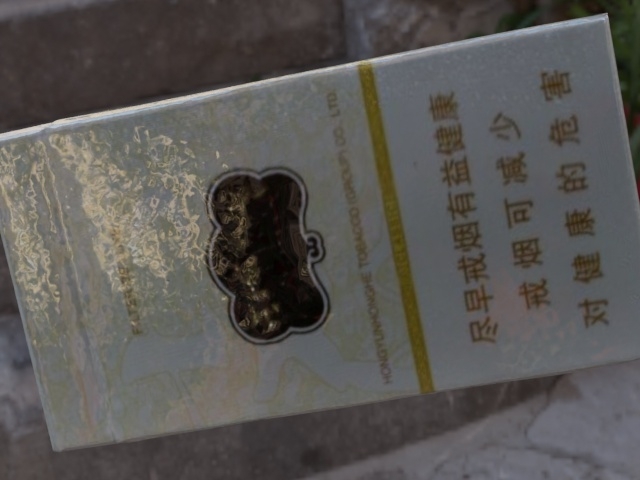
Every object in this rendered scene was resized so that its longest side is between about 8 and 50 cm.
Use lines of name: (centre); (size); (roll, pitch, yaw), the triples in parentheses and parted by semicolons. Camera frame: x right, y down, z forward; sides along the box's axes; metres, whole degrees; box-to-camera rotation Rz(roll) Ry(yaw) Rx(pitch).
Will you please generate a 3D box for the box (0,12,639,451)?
box: (0.000, 0.000, 0.331); (0.167, 0.090, 0.024); (-10, 8, 9)
